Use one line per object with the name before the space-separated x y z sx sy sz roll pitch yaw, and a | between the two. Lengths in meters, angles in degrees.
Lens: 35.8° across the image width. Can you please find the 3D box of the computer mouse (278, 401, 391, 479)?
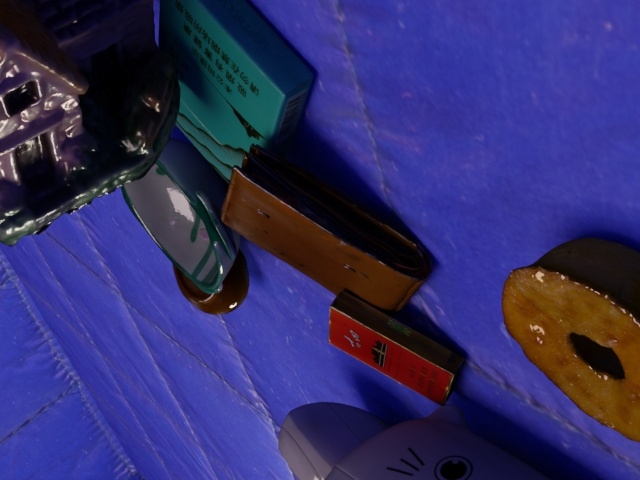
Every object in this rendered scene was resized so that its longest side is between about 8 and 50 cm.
computer mouse | 0.068 0.288 1.153 0.297 0.121 0.184 49 172 -32

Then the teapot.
teapot | -0.132 0.029 1.225 0.098 0.078 0.129 -40 73 29

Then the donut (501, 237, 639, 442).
donut | 0.191 0.062 0.643 0.152 0.058 0.152 42 156 23

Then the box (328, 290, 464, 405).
box | 0.069 0.104 0.942 0.133 0.023 0.090 29 154 12

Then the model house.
model house | -0.233 -0.163 0.795 0.202 0.237 0.237 51 158 18

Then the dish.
dish | -0.139 -0.044 1.103 0.246 0.078 0.224 13 133 57

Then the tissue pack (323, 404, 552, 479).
tissue pack | 0.148 0.314 0.892 0.333 0.236 0.229 28 162 43

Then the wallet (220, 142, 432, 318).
wallet | 0.002 -0.003 0.900 0.195 0.042 0.161 32 161 2

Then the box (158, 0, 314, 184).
box | -0.087 -0.139 0.910 0.161 0.042 0.226 49 157 10
